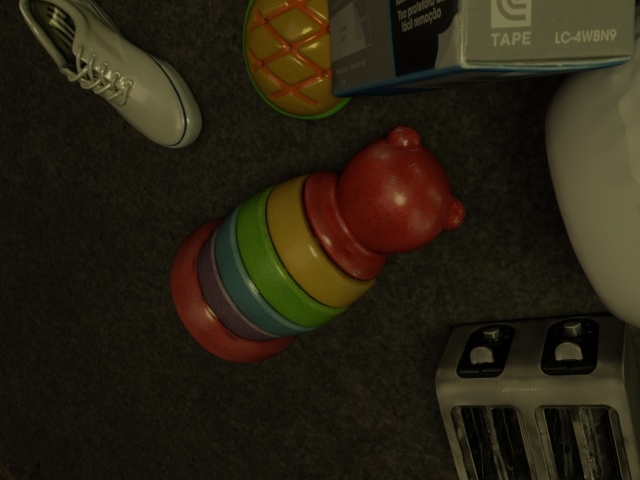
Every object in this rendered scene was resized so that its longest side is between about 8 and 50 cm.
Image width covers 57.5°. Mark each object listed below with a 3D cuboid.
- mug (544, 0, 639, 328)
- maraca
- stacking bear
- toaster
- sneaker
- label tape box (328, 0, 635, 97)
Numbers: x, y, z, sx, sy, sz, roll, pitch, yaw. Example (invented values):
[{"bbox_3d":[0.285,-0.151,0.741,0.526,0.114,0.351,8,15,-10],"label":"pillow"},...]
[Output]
[{"bbox_3d":[0.345,-0.035,0.342,0.328,0.276,0.374,-18,128,37],"label":"mug"},{"bbox_3d":[-0.012,-0.206,0.548,0.127,0.099,0.186,10,115,8],"label":"maraca"},{"bbox_3d":[0.000,0.000,0.589,0.289,0.164,0.175,-31,91,28],"label":"stacking bear"},{"bbox_3d":[0.212,0.172,0.554,0.168,0.110,0.186,-9,103,31],"label":"toaster"},{"bbox_3d":[-0.253,-0.198,0.688,0.258,0.091,0.094,42,122,10],"label":"sneaker"},{"bbox_3d":[0.075,-0.277,0.377,0.115,0.249,0.348,-9,103,-12],"label":"label tape box"}]
